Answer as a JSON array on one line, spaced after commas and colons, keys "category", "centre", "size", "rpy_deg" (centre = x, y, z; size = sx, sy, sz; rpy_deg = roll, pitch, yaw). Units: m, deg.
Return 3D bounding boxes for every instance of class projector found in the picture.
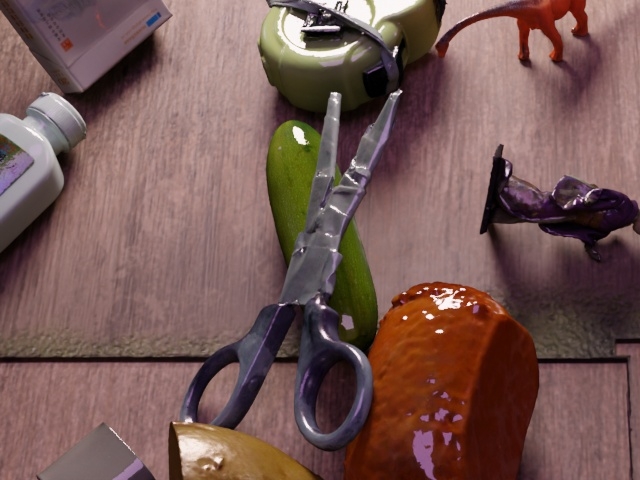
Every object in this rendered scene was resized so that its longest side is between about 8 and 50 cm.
[{"category": "projector", "centre": [-0.204, 0.233, 1.523], "size": [0.082, 0.083, 0.083], "rpy_deg": [-39, 57, -17]}]

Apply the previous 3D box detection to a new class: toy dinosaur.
[{"category": "toy dinosaur", "centre": [0.235, -0.241, 1.770], "size": [0.280, 0.101, 0.055], "rpy_deg": [-34, 45, -27]}]

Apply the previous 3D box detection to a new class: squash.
[{"category": "squash", "centre": [0.000, 0.001, 1.652], "size": [0.082, 0.082, 0.292], "rpy_deg": [-15, 56, -1]}]

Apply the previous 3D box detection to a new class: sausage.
[{"category": "sausage", "centre": [0.106, 0.164, 1.473], "size": [0.141, 0.153, 0.268], "rpy_deg": [-13, 48, 37]}]

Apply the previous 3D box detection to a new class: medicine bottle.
[{"category": "medicine bottle", "centre": [-0.352, -0.064, 1.758], "size": [0.121, 0.083, 0.229], "rpy_deg": [32, 67, 26]}]

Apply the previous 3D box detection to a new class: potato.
[{"category": "potato", "centre": [-0.056, 0.255, 1.443], "size": [0.158, 0.178, 0.203], "rpy_deg": [-3, 31, -13]}]

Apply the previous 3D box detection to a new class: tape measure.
[{"category": "tape measure", "centre": [0.020, -0.224, 1.791], "size": [0.200, 0.106, 0.175], "rpy_deg": [8, 54, 18]}]

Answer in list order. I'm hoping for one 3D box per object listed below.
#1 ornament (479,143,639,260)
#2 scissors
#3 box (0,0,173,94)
[{"category": "ornament", "centre": [0.259, -0.023, 1.633], "size": [0.203, 0.081, 0.088], "rpy_deg": [18, 16, 3]}, {"category": "scissors", "centre": [-0.008, 0.020, 1.563], "size": [0.256, 0.029, 0.383], "rpy_deg": [-8, 60, 47]}, {"category": "box", "centre": [-0.292, -0.300, 1.830], "size": [0.149, 0.233, 0.067], "rpy_deg": [-43, 23, -19]}]
